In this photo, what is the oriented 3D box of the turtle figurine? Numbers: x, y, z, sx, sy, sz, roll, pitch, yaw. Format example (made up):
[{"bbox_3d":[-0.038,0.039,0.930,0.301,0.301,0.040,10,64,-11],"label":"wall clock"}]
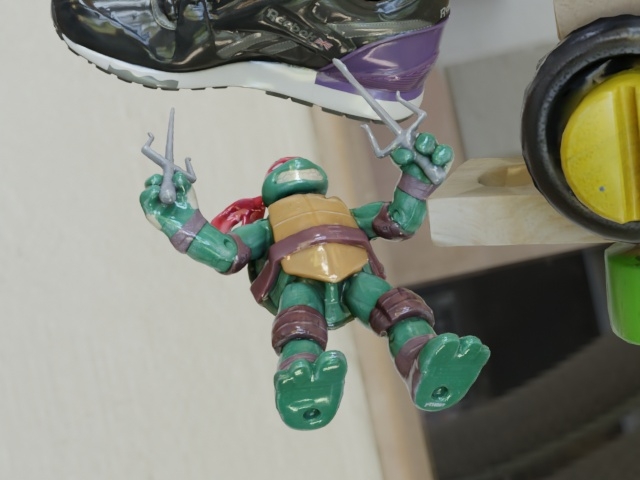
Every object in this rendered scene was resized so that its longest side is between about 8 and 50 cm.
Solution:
[{"bbox_3d":[0.000,0.000,0.993,0.118,0.175,0.234,72,-4,-47],"label":"turtle figurine"}]

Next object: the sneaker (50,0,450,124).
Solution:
[{"bbox_3d":[-0.047,-0.177,1.253,0.107,0.283,0.124,-99,-158,-47],"label":"sneaker"}]

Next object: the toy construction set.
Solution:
[{"bbox_3d":[0.137,-0.107,0.503,0.257,0.309,0.237,-121,-160,-80],"label":"toy construction set"}]
